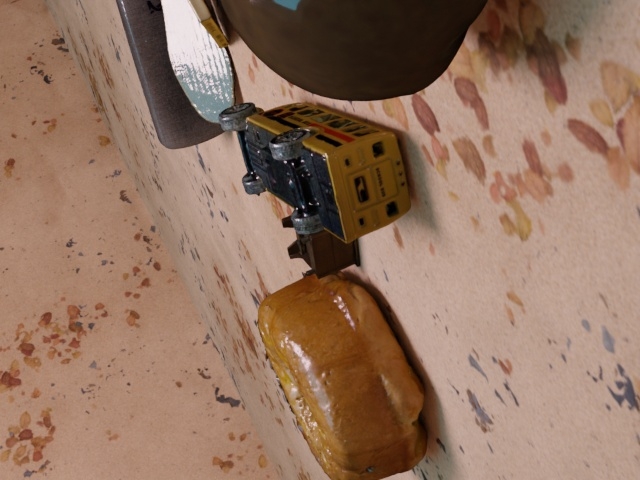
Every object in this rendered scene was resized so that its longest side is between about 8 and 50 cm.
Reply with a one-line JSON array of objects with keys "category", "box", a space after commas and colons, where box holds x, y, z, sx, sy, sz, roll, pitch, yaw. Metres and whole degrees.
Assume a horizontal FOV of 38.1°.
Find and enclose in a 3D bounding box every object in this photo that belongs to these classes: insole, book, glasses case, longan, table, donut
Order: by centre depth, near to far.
[{"category": "longan", "box": [0.031, -0.218, 0.713, 0.248, 0.248, 0.248, 57, 160, 34]}, {"category": "table", "box": [0.000, 0.000, 1.292, 0.070, 0.082, 0.083, 51, 157, 46]}, {"category": "book", "box": [-0.213, -0.403, 1.304, 0.263, 0.028, 0.374, 61, -179, -7]}, {"category": "donut", "box": [0.029, 0.198, 1.338, 0.317, 0.150, 0.299, 39, 150, 58]}, {"category": "insole", "box": [-0.215, -0.359, 1.525, 0.119, 0.009, 0.349, -4, 108, 28]}, {"category": "glasses case", "box": [-0.261, -0.321, 1.623, 0.074, 0.131, 0.323, -137, 29, -59]}]

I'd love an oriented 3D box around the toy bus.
[{"category": "toy bus", "box": [-0.016, -0.101, 1.147, 0.335, 0.123, 0.121, 35, 145, 62]}]
